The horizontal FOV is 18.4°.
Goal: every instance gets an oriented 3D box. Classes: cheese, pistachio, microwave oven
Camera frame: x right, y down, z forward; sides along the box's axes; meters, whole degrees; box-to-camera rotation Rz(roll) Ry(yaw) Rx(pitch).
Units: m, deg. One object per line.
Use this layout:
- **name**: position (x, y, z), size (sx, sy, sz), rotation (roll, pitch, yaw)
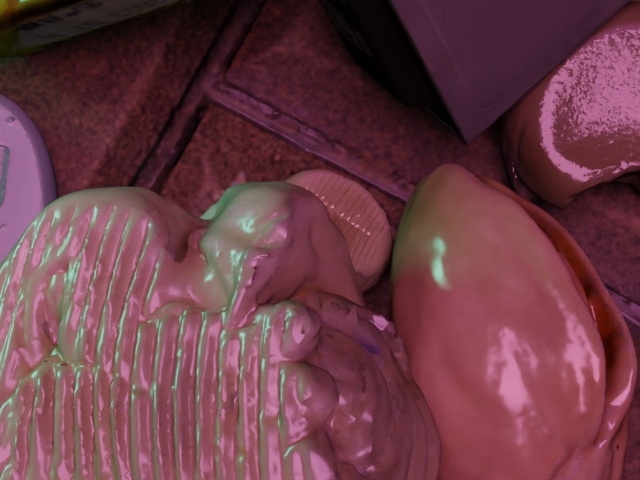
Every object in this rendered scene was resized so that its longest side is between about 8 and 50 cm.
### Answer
- **cheese**: position (0.238, -0.104, 1.645), size (0.202, 0.091, 0.175), rotation (-30, 81, -9)
- **pistachio**: position (0.141, 0.093, 1.547), size (0.214, 0.193, 0.318), rotation (-29, 63, 32)
- **microwave oven**: position (0.093, -0.265, 1.540), size (0.237, 0.295, 0.181), rotation (-41, 52, -5)

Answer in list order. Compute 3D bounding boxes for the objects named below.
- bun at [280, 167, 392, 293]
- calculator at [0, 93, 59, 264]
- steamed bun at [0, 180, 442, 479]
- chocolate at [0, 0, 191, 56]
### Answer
- **bun**: position (0.000, 0.000, 1.609), size (0.115, 0.069, 0.115), rotation (12, 59, -21)
- **calculator**: position (-0.305, 0.018, 1.590), size (0.185, 0.041, 0.299), rotation (7, 77, -4)
- **steamed bun**: position (-0.084, 0.130, 1.485), size (0.352, 0.247, 0.339), rotation (-15, 69, 16)
- **chocolate**: position (-0.199, -0.310, 1.574), size (0.289, 0.137, 0.301), rotation (-13, 75, 27)
